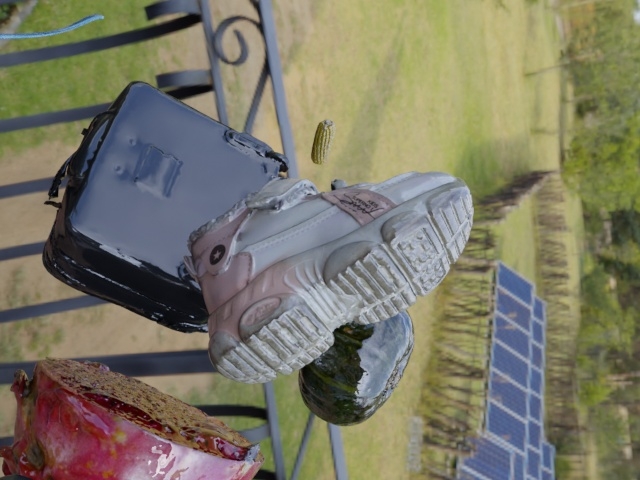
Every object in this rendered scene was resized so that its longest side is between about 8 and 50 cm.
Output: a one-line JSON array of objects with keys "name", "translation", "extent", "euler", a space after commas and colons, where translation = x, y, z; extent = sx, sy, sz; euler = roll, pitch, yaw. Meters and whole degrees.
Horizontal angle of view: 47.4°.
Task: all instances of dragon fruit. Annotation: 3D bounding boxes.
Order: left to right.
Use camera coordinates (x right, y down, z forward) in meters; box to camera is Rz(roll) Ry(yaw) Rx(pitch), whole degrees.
[{"name": "dragon fruit", "translation": [-0.280, 0.329, 1.057], "extent": [0.249, 0.371, 0.386], "euler": [-64, 151, -8]}]

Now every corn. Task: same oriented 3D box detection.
[{"name": "corn", "translation": [0.004, -0.179, 1.342], "extent": [0.037, 0.037, 0.092], "euler": [-70, 176, -46]}]

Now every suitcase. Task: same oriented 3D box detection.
[{"name": "suitcase", "translation": [-0.248, -0.056, 1.173], "extent": [0.339, 0.188, 0.345], "euler": [28, 52, -21]}]

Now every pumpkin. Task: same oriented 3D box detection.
[{"name": "pumpkin", "translation": [0.052, 0.172, 1.100], "extent": [0.224, 0.157, 0.224], "euler": [-57, 165, -24]}]

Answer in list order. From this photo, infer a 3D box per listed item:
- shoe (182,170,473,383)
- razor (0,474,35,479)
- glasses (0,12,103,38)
[{"name": "shoe", "translation": [0.000, -0.002, 0.849], "extent": [0.198, 0.351, 0.172], "euler": [56, -8, 31]}, {"name": "razor", "translation": [-0.311, 0.359, 0.666], "extent": [0.327, 0.107, 0.189], "euler": [-134, -151, -78]}, {"name": "glasses", "translation": [-0.351, -0.320, 0.824], "extent": [0.220, 0.088, 0.190], "euler": [-14, 121, -51]}]
